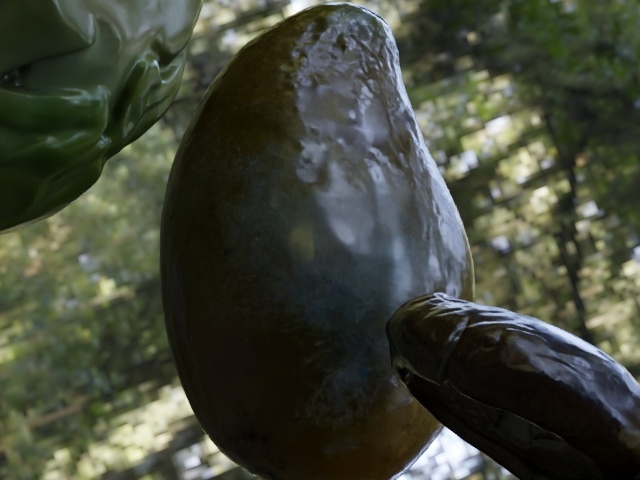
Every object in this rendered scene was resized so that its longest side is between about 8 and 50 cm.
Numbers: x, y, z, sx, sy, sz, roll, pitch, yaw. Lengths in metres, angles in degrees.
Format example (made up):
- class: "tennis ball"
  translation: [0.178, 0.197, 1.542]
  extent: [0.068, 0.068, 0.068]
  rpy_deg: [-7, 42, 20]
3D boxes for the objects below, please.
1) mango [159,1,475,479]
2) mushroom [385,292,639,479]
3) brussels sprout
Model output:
- class: "mango"
  translation: [0.000, 0.000, 1.087]
  extent: [0.146, 0.193, 0.316]
  rpy_deg: [142, -50, -66]
- class: "mushroom"
  translation: [0.082, 0.061, 0.724]
  extent: [0.123, 0.052, 0.123]
  rpy_deg: [30, -18, 11]
- class: "brussels sprout"
  translation: [-0.163, -0.094, 0.824]
  extent: [0.223, 0.223, 0.161]
  rpy_deg: [38, -33, 57]
